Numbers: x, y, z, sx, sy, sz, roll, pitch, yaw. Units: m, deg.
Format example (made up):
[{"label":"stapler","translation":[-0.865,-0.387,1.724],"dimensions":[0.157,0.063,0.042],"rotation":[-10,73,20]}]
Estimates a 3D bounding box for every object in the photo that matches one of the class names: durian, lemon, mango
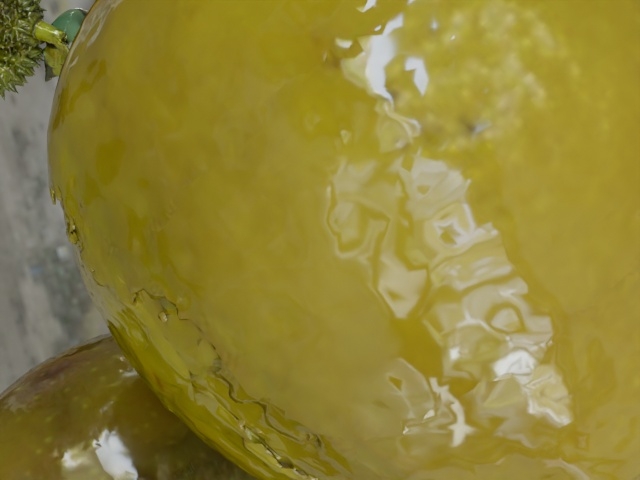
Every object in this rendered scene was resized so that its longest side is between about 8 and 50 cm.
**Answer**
[{"label":"durian","translation":[-0.311,-0.205,1.263],"dimensions":[0.146,0.159,0.198],"rotation":[-31,95,-44]},{"label":"lemon","translation":[0.042,-0.023,0.591],"dimensions":[0.297,0.297,0.297],"rotation":[-16,90,-84]},{"label":"mango","translation":[-0.039,0.132,0.769],"dimensions":[0.329,0.176,0.175],"rotation":[4,75,-48]}]
